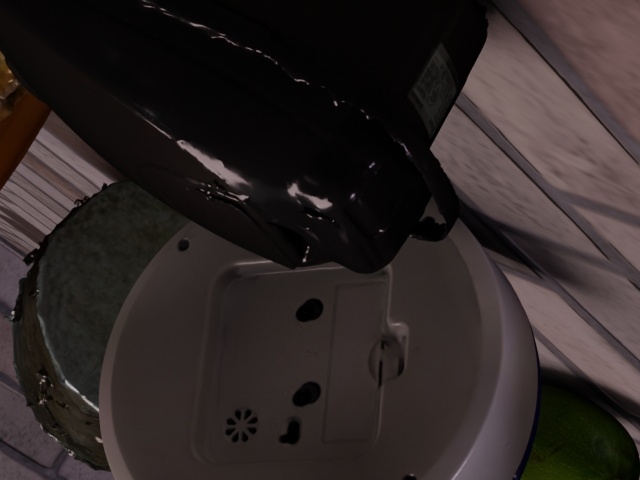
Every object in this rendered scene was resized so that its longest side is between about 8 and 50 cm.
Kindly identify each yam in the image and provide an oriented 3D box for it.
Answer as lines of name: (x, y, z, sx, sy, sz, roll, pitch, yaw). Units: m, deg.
yam: (-0.133, 0.070, 1.488, 0.241, 0.241, 0.348, 33, 169, -3)

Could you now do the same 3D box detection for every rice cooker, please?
rice cooker: (-0.033, -0.069, 0.674, 0.203, 0.118, 0.142, 30, 170, 21)

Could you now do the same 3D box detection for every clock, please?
clock: (-0.002, 0.076, 0.996, 0.230, 0.230, 0.083, 27, 168, 30)

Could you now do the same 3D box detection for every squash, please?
squash: (0.142, 0.138, 1.318, 0.082, 0.082, 0.292, 35, 172, -14)

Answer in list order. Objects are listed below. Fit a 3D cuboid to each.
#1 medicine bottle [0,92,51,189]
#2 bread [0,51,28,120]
medicine bottle: (-0.280, -0.082, 1.360, 0.112, 0.149, 0.222, 35, 171, -15)
bread: (-0.223, -0.110, 1.043, 0.147, 0.152, 0.127, 38, 159, -33)
